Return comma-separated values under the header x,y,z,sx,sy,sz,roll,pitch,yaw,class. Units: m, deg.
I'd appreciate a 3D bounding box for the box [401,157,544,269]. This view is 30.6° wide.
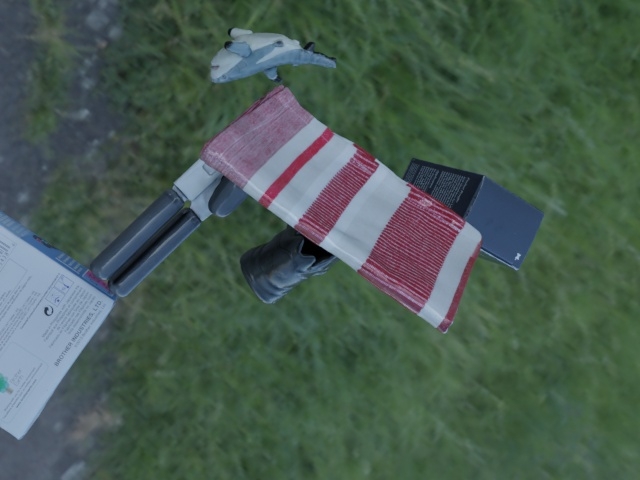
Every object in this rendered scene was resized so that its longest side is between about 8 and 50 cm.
x,y,z,sx,sy,sz,roll,pitch,yaw,class
0.237,-0.045,1.934,0.153,0.207,0.108,28,86,-34,box

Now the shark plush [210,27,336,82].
x,y,z,sx,sy,sz,roll,pitch,yaw,class
-0.063,-0.238,1.532,0.161,0.073,0.067,-4,116,-12,shark plush

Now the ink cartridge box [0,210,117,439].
x,y,z,sx,sy,sz,roll,pitch,yaw,class
-0.554,0.085,1.845,0.270,0.395,0.151,-55,-171,-2,ink cartridge box

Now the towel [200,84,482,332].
x,y,z,sx,sy,sz,roll,pitch,yaw,class
0.037,-0.046,1.350,0.037,0.329,0.237,-54,180,29,towel

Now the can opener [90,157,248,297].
x,y,z,sx,sy,sz,roll,pitch,yaw,class
-0.200,-0.031,1.661,0.283,0.095,0.076,-45,116,-8,can opener

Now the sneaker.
x,y,z,sx,sy,sz,roll,pitch,yaw,class
0.000,0.000,1.752,0.130,0.109,0.286,-30,-172,34,sneaker
